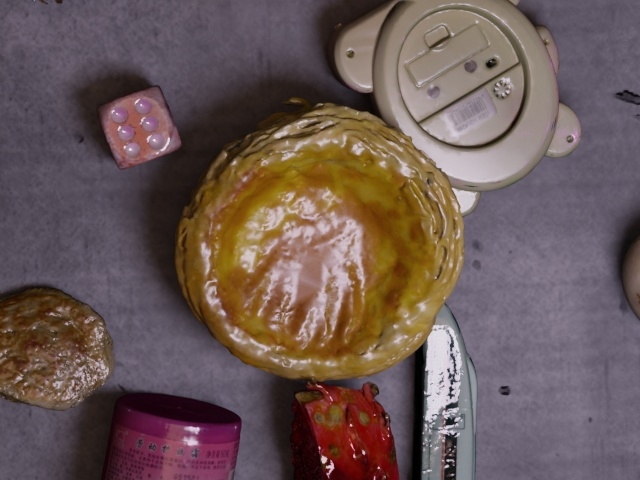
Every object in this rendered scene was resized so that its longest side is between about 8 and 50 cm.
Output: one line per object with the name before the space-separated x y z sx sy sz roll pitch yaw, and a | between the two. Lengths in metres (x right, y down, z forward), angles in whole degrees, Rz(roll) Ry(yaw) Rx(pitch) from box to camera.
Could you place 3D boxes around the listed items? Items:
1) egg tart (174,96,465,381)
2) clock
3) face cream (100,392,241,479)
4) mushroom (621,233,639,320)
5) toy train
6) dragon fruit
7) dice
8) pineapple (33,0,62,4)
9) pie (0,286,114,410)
egg tart | 0.000 0.000 1.888 0.387 0.169 0.388 -1 103 -2
clock | 0.189 -0.210 1.923 0.284 0.114 0.309 -31 100 -4
face cream | -0.204 0.317 1.896 0.175 0.175 0.195 10 93 -7
mushroom | 0.529 0.036 1.952 0.207 0.207 0.215 40 60 -8
toy train | 0.173 0.263 1.973 0.088 0.086 0.407 0 95 -5
dragon fruit | 0.054 0.309 1.912 0.161 0.126 0.274 -15 123 -24
dice | -0.241 -0.151 1.890 0.094 0.091 0.093 -22 97 -3
pineapple | -0.343 -0.413 1.864 0.224 0.076 0.225 -1 94 -8
pie | -0.372 0.146 1.914 0.193 0.079 0.163 23 83 -7
